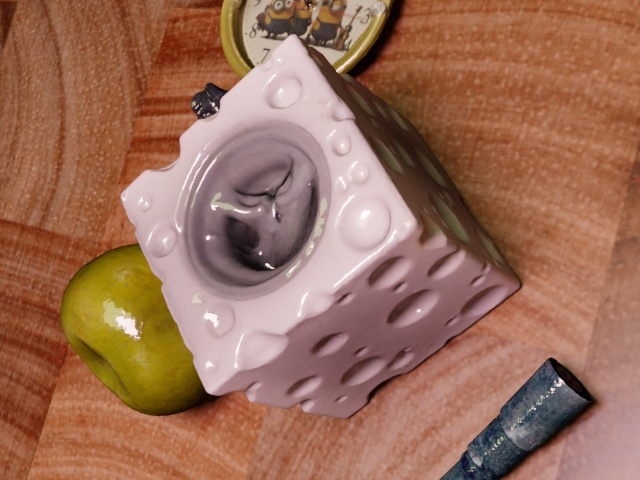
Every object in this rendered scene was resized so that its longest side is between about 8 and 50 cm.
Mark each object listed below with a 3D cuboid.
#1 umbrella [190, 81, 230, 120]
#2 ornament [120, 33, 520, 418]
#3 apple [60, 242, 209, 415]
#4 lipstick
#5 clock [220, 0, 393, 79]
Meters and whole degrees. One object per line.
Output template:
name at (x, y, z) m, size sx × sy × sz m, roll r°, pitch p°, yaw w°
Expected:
umbrella at (-0.053, -0.123, 1.136) m, size 0.224 × 0.080 × 0.071 m, roll 13°, pitch 47°, yaw 29°
ornament at (0.000, 0.000, 0.954) m, size 0.240 × 0.239 × 0.239 m, roll -40°, pitch 57°, yaw 17°
apple at (-0.184, 0.094, 1.084) m, size 0.157 × 0.196 × 0.196 m, roll -41°, pitch 52°, yaw -20°
lipstick at (0.147, 0.207, 0.909) m, size 0.234 × 0.053 × 0.053 m, roll -47°, pitch 56°, yaw 14°
clock at (-0.010, -0.274, 1.158) m, size 0.237 × 0.057 × 0.237 m, roll -9°, pitch 72°, yaw 29°
